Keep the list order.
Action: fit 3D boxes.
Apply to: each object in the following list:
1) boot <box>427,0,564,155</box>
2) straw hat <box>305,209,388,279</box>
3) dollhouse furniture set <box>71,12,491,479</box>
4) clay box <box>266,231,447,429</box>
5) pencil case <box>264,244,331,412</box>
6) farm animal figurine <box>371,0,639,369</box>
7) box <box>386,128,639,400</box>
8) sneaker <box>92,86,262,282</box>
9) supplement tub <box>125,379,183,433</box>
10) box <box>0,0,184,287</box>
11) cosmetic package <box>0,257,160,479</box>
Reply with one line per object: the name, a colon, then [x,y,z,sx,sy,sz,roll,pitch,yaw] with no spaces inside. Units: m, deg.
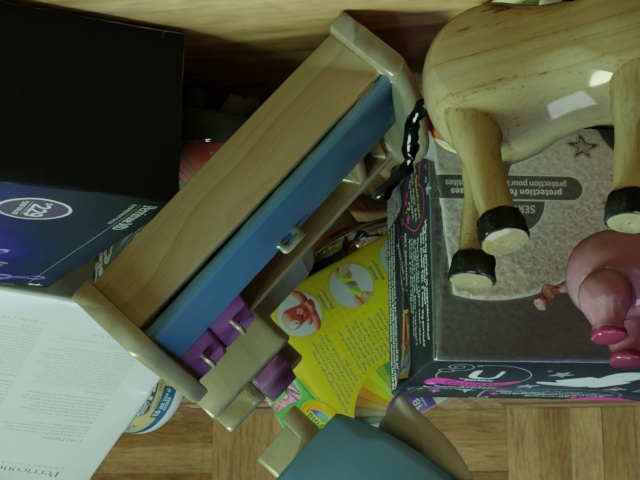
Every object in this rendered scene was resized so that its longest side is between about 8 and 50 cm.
boot: [0.091,-0.090,0.650,0.084,0.059,0.158,23,158,-27]
straw hat: [0.000,0.000,0.988,0.144,0.061,0.144,-30,162,-11]
dollhouse furniture set: [0.067,0.083,0.692,0.303,0.198,0.286,41,172,16]
clay box: [0.056,0.065,0.933,0.222,0.127,0.053,-29,172,-10]
pencil case: [0.016,0.095,1.225,0.167,0.160,0.386,-43,175,-13]
farm animal figurine: [0.232,-0.071,0.501,0.330,0.172,0.327,15,150,-24]
box: [0.179,0.018,0.854,0.247,0.163,0.142,2,164,-8]
sneaker: [-0.084,-0.009,0.812,0.097,0.135,0.276,7,164,-20]
supplement tub: [-0.271,0.151,1.494,0.144,0.144,0.199,-10,164,38]
box: [-0.208,-0.047,0.726,0.184,0.103,0.261,4,167,-26]
cosmetic package: [-0.318,0.073,0.979,0.377,0.097,0.284,12,137,-25]
